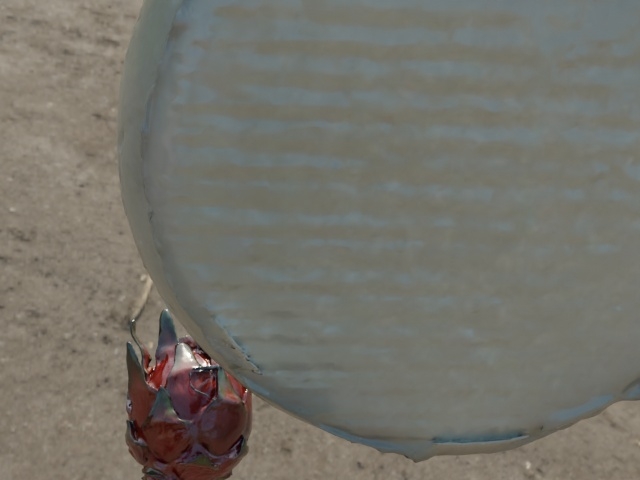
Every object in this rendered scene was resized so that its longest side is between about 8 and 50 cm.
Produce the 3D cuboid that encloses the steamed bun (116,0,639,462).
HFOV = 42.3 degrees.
[{"bbox_3d":[0.065,-0.067,0.518,0.374,0.375,0.241,9,18,-13],"label":"steamed bun"}]

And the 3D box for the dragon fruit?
[{"bbox_3d":[-0.188,0.232,1.166,0.192,0.274,0.192,-6,-11,20],"label":"dragon fruit"}]
